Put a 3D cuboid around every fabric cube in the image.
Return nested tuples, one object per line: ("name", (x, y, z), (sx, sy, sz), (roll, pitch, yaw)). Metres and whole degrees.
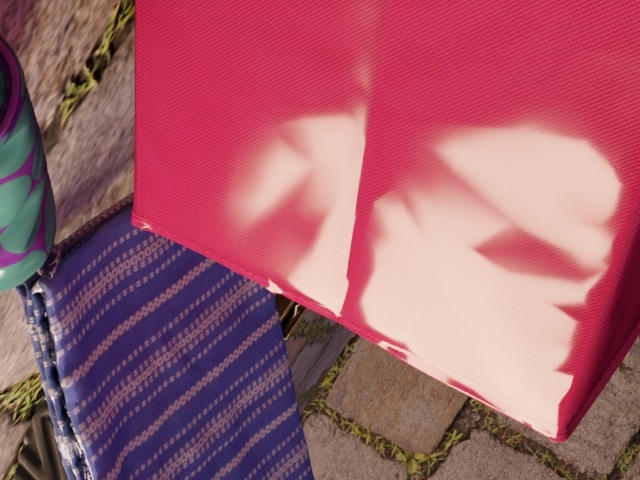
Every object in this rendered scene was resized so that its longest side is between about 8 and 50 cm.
("fabric cube", (0.080, -0.118, 0.693), (0.254, 0.259, 0.258), (-48, 155, -40))

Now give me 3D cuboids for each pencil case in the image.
("pencil case", (-0.142, -0.027, 0.587), (0.151, 0.064, 0.070), (102, -2, -69))

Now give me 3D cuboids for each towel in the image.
("towel", (-0.078, 0.124, 0.965), (0.243, 0.040, 0.336), (-41, 127, -52))

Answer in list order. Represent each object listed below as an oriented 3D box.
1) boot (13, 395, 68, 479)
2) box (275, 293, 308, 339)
("boot", (-0.169, 0.258, 1.232), (0.445, 0.146, 0.367), (113, -9, -82))
("box", (0.000, 0.000, 1.536), (0.164, 0.021, 0.201), (-57, -169, 16))
